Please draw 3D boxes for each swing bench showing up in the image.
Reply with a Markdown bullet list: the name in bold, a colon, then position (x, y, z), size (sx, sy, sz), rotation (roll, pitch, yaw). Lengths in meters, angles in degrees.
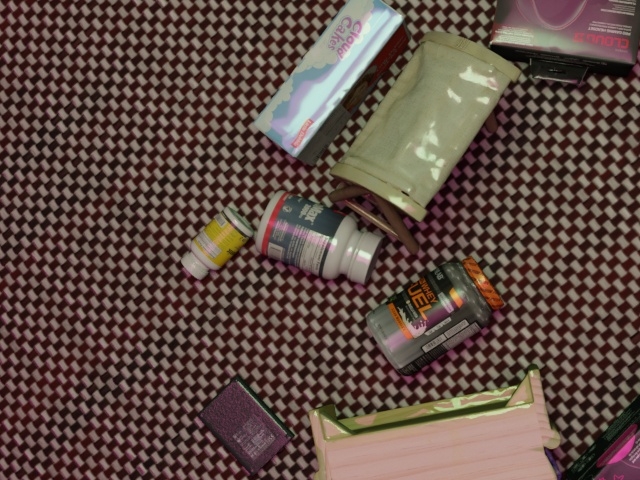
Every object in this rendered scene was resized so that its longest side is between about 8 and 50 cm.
- **swing bench**: position (0.142, -0.146, 1.569), size (0.165, 0.254, 0.253), rotation (34, 81, 9)

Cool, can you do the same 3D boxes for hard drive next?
- **hard drive**: position (-0.121, 0.297, 1.740), size (0.094, 0.022, 0.135), rotation (-45, 82, 6)

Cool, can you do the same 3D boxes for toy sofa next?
- **toy sofa**: position (0.174, 0.305, 1.623), size (0.362, 0.150, 0.177), rotation (-13, 84, 9)

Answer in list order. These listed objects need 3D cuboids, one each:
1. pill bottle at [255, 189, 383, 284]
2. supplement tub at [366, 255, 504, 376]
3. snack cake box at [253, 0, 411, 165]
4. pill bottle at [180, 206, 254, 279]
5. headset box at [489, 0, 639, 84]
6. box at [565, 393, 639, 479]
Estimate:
- **pill bottle**: position (0.000, 0.000, 1.686), size (0.180, 0.108, 0.108), rotation (21, 92, 9)
- **supplement tub**: position (0.175, 0.112, 1.647), size (0.190, 0.117, 0.117), rotation (-35, 83, 7)
- **snack cake box**: position (0.022, -0.247, 1.668), size (0.089, 0.152, 0.264), rotation (39, 94, 9)
- **pill bottle**: position (-0.167, 0.007, 1.737), size (0.116, 0.065, 0.065), rotation (-44, 82, 6)
- **headset box**: position (0.380, -0.381, 1.631), size (0.218, 0.110, 0.293), rotation (11, 90, 10)
- **box**: position (0.494, 0.312, 1.561), size (0.142, 0.163, 0.247), rotation (43, 96, 5)
